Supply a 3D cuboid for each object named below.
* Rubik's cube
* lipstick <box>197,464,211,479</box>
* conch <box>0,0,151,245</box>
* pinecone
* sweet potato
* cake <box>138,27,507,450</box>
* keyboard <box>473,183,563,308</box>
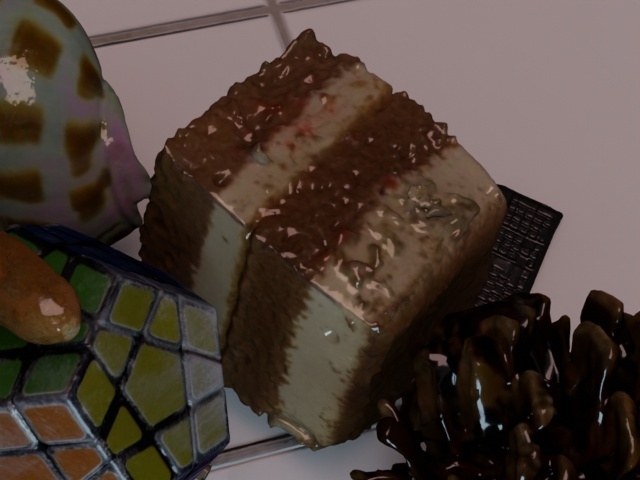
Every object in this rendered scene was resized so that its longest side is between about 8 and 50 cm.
[{"bbox_3d":[-0.234,0.135,1.508,0.319,0.319,0.264,25,93,4],"label":"Rubik's cube"},{"bbox_3d":[-0.150,0.204,1.648,0.094,0.019,0.019,28,61,5],"label":"lipstick"},{"bbox_3d":[-0.330,-0.135,1.683,0.197,0.249,0.368,-5,30,-45],"label":"conch"},{"bbox_3d":[0.193,0.240,1.476,0.397,0.398,0.398,4,62,-8],"label":"pinecone"},{"bbox_3d":[-0.335,0.007,1.398,0.354,0.106,0.095,10,12,30],"label":"sweet potato"},{"bbox_3d":[0.000,0.000,1.625,0.290,0.282,0.256,35,55,14],"label":"cake"},{"bbox_3d":[0.176,0.051,1.787,0.087,0.017,0.250,26,62,3],"label":"keyboard"}]
